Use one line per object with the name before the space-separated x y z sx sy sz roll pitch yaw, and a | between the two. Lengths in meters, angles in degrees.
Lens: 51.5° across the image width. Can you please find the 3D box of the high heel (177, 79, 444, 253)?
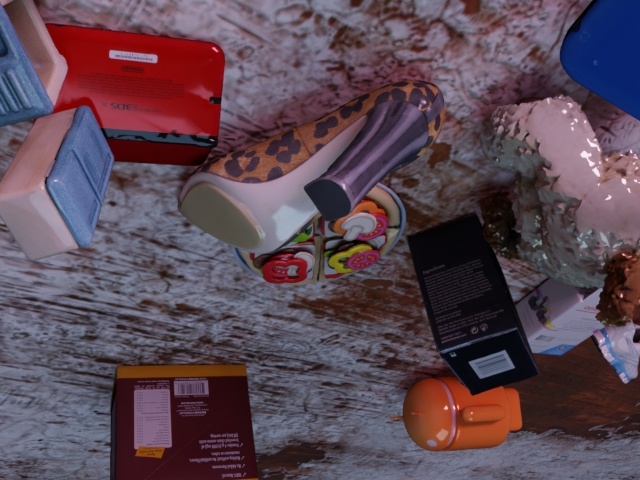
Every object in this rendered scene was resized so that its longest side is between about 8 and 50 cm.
high heel | -0.012 -0.075 0.624 0.261 0.186 0.093 -4 123 46

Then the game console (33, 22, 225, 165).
game console | -0.161 -0.115 0.560 0.144 0.085 0.124 1 112 -18

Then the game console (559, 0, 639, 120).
game console | 0.349 -0.191 0.419 0.250 0.173 0.293 31 143 -1

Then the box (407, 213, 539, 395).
box | 0.185 0.080 0.803 0.093 0.158 0.156 -22 144 15

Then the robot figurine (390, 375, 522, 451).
robot figurine | 0.236 0.298 1.147 0.220 0.158 0.128 2 113 -19

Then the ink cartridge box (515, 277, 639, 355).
ink cartridge box | 0.364 0.096 0.959 0.105 0.061 0.181 10 140 -28

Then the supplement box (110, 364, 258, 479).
supplement box | -0.202 0.296 0.959 0.192 0.194 0.129 3 142 -20

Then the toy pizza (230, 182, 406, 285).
toy pizza | 0.000 0.000 0.749 0.202 0.032 0.201 -8 144 -5

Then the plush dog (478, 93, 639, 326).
plush dog | 0.282 -0.013 0.663 0.263 0.210 0.225 5 170 10

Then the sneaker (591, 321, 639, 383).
sneaker | 0.523 0.184 1.124 0.083 0.071 0.191 -32 140 17

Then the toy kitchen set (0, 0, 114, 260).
toy kitchen set | -0.142 -0.119 0.418 0.166 0.122 0.207 -15 126 3
